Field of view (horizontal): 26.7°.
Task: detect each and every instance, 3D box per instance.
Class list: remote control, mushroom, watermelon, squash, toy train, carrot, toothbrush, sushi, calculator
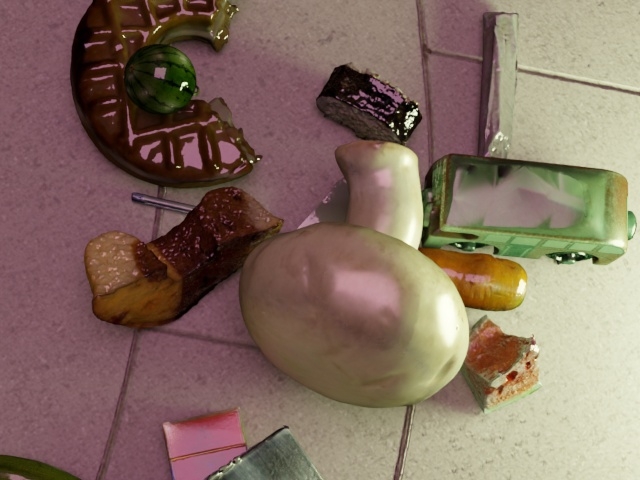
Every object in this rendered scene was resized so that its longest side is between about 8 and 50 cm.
[{"bbox_3d":[0.000,0.000,1.953,0.077,0.022,0.245,41,76,3],"label":"remote control"},{"bbox_3d":[0.036,0.066,1.771,0.315,0.315,0.356,-16,106,-9],"label":"mushroom"},{"bbox_3d":[-0.215,-0.217,1.837,0.109,0.109,0.109,1,75,-5],"label":"watermelon"},{"bbox_3d":[-0.344,0.354,1.803,0.318,0.071,0.080,28,112,-1],"label":"squash"},{"bbox_3d":[0.301,-0.044,1.925,0.326,0.159,0.129,6,77,-5],"label":"toy train"},{"bbox_3d":[0.197,0.054,1.925,0.193,0.087,0.087,9,74,-5],"label":"carrot"},{"bbox_3d":[-0.167,-0.040,1.950,0.219,0.019,0.016,12,72,-1],"label":"toothbrush"},{"bbox_3d":[0.073,-0.198,1.979,0.150,0.090,0.078,30,70,5],"label":"sushi"},{"bbox_3d":[-0.031,0.392,1.806,0.161,0.021,0.261,-30,85,-37],"label":"calculator"},{"bbox_3d":[0.261,0.189,1.877,0.098,0.158,0.121,-38,109,-14],"label":"watermelon"}]

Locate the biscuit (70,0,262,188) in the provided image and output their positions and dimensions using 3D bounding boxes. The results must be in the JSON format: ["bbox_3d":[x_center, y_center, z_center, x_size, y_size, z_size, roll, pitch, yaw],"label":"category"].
[{"bbox_3d":[-0.228,-0.250,1.951,0.268,0.115,0.366,-5,74,-7],"label":"biscuit"}]

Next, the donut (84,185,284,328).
[{"bbox_3d":[-0.205,0.028,1.873,0.295,0.151,0.112,-22,64,-23],"label":"donut"}]

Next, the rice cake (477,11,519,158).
[{"bbox_3d":[0.264,-0.228,2.025,0.055,0.049,0.270,11,74,-25],"label":"rice cake"}]

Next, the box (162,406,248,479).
[{"bbox_3d":[-0.146,0.325,1.838,0.112,0.048,0.175,-12,76,-8],"label":"box"}]
